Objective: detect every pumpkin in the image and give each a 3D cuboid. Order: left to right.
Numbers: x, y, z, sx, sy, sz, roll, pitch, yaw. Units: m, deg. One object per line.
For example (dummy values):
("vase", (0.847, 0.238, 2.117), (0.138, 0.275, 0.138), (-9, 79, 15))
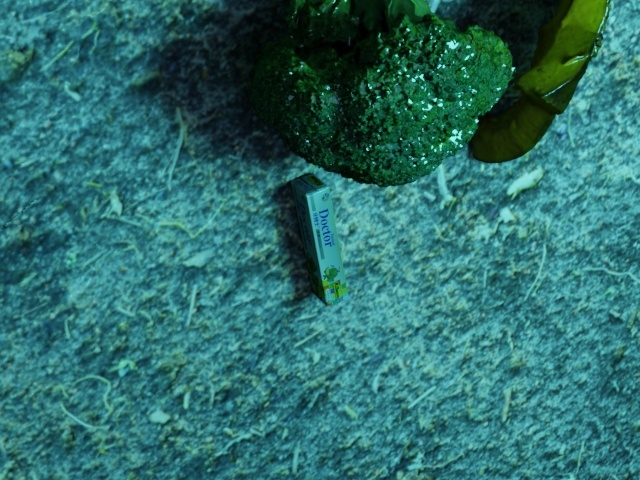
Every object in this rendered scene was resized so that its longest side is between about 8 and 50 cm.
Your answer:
("pumpkin", (0.280, -0.232, 2.204), (0.095, 0.290, 0.258), (24, 78, 1))

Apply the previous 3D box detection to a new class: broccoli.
("broccoli", (0.066, -0.197, 2.053), (0.307, 0.308, 0.275), (0, 88, -33))

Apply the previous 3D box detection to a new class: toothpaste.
("toothpaste", (0.000, 0.000, 2.226), (0.034, 0.046, 0.164), (-22, 124, -18))
